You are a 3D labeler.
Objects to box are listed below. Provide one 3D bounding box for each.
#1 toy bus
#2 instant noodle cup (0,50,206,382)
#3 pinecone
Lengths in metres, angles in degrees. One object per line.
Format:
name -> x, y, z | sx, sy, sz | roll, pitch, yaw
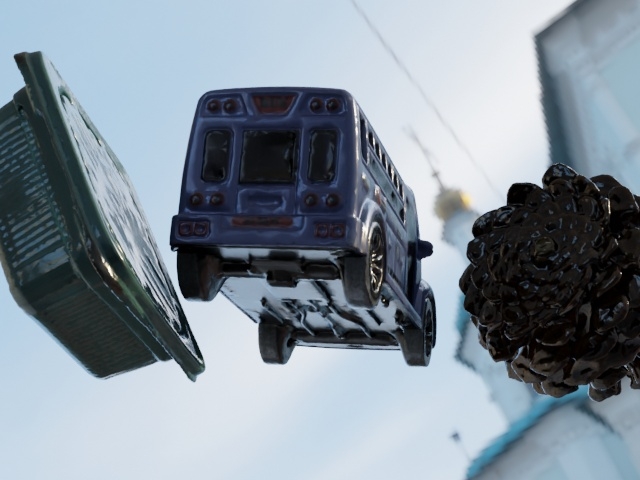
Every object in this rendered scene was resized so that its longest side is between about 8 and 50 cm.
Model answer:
toy bus -> 0.000, 0.000, 1.076 | 0.125, 0.133, 0.292 | 1, -15, 14
instant noodle cup -> -0.141, -0.002, 0.944 | 0.070, 0.179, 0.157 | -28, -35, 2
pinecone -> 0.193, 0.044, 1.190 | 0.163, 0.163, 0.165 | -38, -48, 13
